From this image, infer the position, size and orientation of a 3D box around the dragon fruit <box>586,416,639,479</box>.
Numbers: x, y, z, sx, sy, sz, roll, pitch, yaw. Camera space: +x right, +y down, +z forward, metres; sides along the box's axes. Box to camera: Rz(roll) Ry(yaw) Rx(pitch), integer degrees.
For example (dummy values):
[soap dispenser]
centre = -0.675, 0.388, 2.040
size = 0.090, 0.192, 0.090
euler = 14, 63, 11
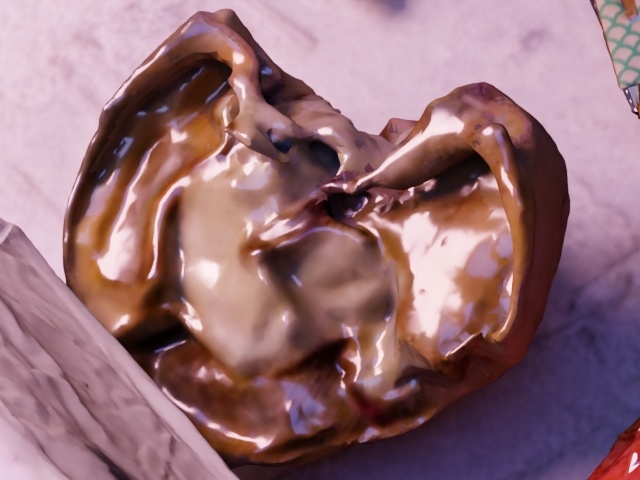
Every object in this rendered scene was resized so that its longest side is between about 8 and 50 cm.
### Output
[dragon fruit]
centre = 0.127, 0.163, 0.571
size = 0.152, 0.205, 0.317
euler = 4, 66, 17

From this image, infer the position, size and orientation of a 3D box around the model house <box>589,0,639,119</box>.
[model house]
centre = 0.185, -0.219, 0.729
size = 0.178, 0.206, 0.271
euler = -15, 63, 9

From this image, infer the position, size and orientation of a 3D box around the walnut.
[walnut]
centre = 0.000, 0.012, 0.714
size = 0.238, 0.141, 0.204
euler = 20, 91, 27

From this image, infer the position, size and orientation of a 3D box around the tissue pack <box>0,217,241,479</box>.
[tissue pack]
centre = -0.201, 0.185, 0.619
size = 0.266, 0.194, 0.356
euler = 44, 100, 27
